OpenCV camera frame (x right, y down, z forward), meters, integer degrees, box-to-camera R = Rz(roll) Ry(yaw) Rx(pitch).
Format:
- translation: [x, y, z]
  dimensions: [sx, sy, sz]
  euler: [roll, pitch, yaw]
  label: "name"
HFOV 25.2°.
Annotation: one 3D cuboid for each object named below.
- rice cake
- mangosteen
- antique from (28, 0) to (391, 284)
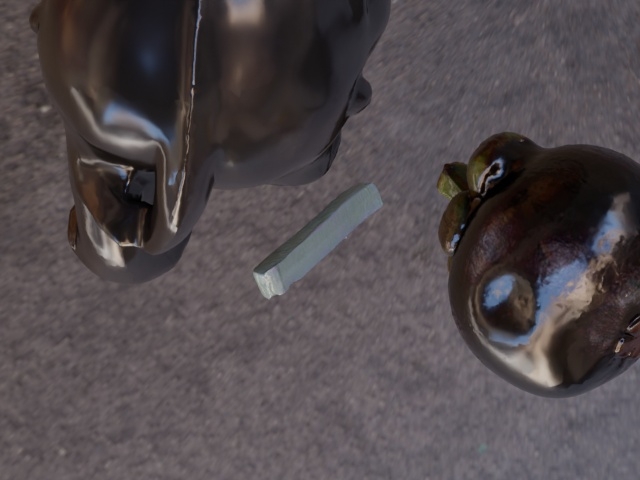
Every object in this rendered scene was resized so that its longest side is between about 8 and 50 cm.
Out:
- translation: [0.000, 0.000, 1.414]
  dimensions: [0.030, 0.180, 0.042]
  euler: [4, 124, 42]
  label: "rice cake"
- translation: [0.237, 0.011, 1.534]
  dimensions: [0.302, 0.275, 0.275]
  euler: [41, 110, 31]
  label: "mangosteen"
- translation: [-0.045, -0.147, 0.735]
  dimensions: [0.185, 0.255, 0.322]
  euler: [8, 73, 1]
  label: "antique"
